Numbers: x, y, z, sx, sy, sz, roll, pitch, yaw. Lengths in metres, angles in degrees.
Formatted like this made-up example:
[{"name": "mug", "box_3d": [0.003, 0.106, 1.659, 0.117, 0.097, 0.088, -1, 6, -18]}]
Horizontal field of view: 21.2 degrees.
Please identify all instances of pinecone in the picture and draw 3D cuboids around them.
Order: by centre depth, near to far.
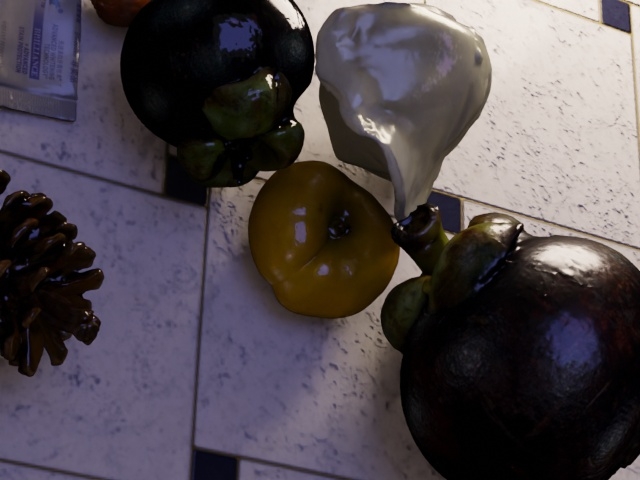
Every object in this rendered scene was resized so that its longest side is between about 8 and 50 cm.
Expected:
[{"name": "pinecone", "box_3d": [-0.300, 0.036, 1.618, 0.212, 0.169, 0.186, 30, 68, 0]}]

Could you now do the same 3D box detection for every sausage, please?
[{"name": "sausage", "box_3d": [-0.168, -0.277, 1.910, 0.197, 0.076, 0.076, -10, 72, -33]}]

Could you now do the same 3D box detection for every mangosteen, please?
[{"name": "mangosteen", "box_3d": [0.215, 0.128, 1.805, 0.330, 0.330, 0.330, 13, 61, -25]}, {"name": "mangosteen", "box_3d": [-0.103, -0.173, 1.811, 0.243, 0.243, 0.243, 13, 61, -25]}]

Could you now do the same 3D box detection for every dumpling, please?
[{"name": "dumpling", "box_3d": [0.104, -0.134, 1.876, 0.318, 0.187, 0.243, 38, 40, -63]}]

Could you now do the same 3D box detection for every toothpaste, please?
[{"name": "toothpaste", "box_3d": [-0.308, -0.268, 1.837, 0.099, 0.068, 0.283, 1, 70, -1]}]

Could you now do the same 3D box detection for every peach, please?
[{"name": "peach", "box_3d": [0.000, 0.000, 1.855, 0.179, 0.103, 0.179, 13, 62, -26]}]
